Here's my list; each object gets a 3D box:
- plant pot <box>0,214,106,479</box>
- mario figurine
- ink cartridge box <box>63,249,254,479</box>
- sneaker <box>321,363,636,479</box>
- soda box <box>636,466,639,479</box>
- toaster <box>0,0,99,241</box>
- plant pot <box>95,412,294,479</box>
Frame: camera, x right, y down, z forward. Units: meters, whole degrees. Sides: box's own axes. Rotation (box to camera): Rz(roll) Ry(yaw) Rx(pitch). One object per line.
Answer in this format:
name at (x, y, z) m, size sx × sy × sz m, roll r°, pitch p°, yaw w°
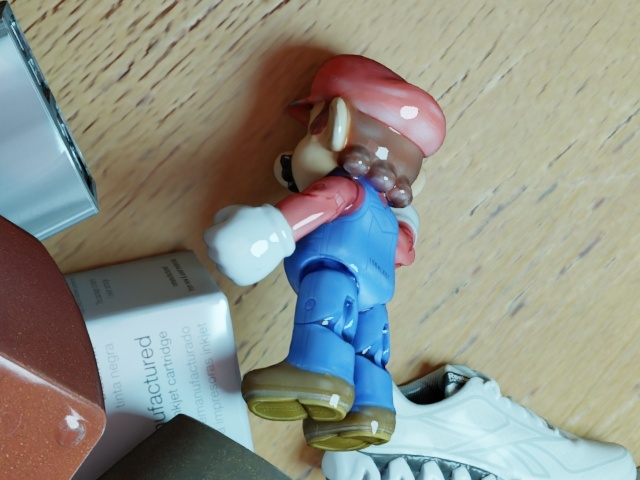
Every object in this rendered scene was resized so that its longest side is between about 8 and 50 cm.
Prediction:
plant pot at (-0.284, 0.090, 0.815) m, size 0.267 × 0.236 × 0.267 m, roll 38°, pitch 86°, yaw -40°
mario figurine at (0.000, 0.000, 1.107) m, size 0.170 × 0.198 × 0.320 m, roll 9°, pitch 65°, yaw 0°
ink cartridge box at (-0.254, 0.196, 1.098) m, size 0.395 × 0.166 × 0.285 m, roll -12°, pitch 104°, yaw -11°
sneaker at (0.150, 0.174, 1.238) m, size 0.292 × 0.110 × 0.118 m, roll 8°, pitch 91°, yaw -17°
soda box at (0.267, 0.290, 1.293) m, size 0.286 × 0.098 × 0.091 m, roll -22°, pitch 106°, yaw -9°
toaster at (-0.248, -0.081, 1.031) m, size 0.110 × 0.185 × 0.168 m, roll -25°, pitch 107°, yaw -4°
plant pot at (-0.115, 0.245, 0.968) m, size 0.215 × 0.215 × 0.230 m, roll 37°, pitch 75°, yaw -19°
